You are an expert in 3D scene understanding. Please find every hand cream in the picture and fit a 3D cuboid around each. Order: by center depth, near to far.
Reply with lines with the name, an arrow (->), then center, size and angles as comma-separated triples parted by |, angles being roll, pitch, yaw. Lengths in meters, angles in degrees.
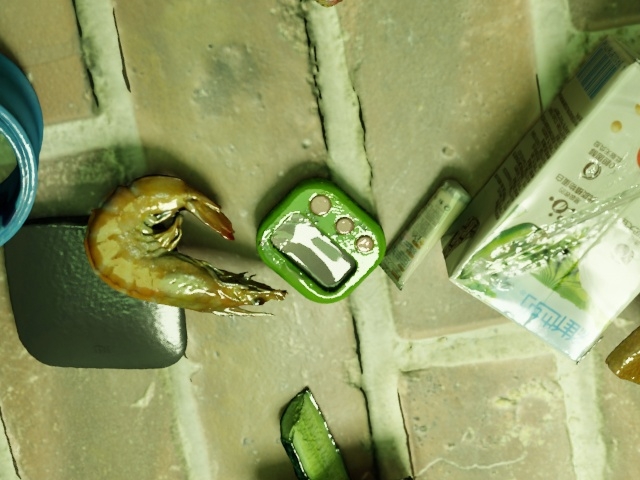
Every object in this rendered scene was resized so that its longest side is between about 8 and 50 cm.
hand cream -> 0.125, -0.009, 1.510 | 0.039, 0.061, 0.143 | 24, 111, -42

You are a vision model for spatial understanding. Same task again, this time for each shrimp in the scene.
shrimp -> -0.153, 0.017, 1.485 | 0.248, 0.068, 0.150 | 26, 96, -15

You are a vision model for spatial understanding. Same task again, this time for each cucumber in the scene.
cucumber -> 0.000, 0.301, 1.626 | 0.046, 0.070, 0.220 | -12, 112, 37

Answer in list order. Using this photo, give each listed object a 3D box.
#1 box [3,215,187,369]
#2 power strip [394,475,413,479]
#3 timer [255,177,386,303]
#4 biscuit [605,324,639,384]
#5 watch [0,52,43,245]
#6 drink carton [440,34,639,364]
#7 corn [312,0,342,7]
box -> -0.271, 0.065, 1.543 | 0.212, 0.042, 0.201 | -2, 111, 2
power strip -> 0.041, 0.391, 1.616 | 0.213, 0.065, 0.198 | -16, 140, 5
timer -> 0.000, 0.000, 1.516 | 0.140, 0.047, 0.128 | 41, 104, -14
biscuit -> 0.468, 0.095, 1.472 | 0.301, 0.043, 0.278 | -13, 142, -13
watch -> -0.467, -0.093, 1.398 | 0.305, 0.241, 0.274 | -29, 122, 11
drink carton -> 0.312, -0.049, 1.450 | 0.194, 0.132, 0.325 | 34, 109, -13
corn -> 0.062, -0.350, 1.368 | 0.079, 0.079, 0.237 | 40, 103, -14
